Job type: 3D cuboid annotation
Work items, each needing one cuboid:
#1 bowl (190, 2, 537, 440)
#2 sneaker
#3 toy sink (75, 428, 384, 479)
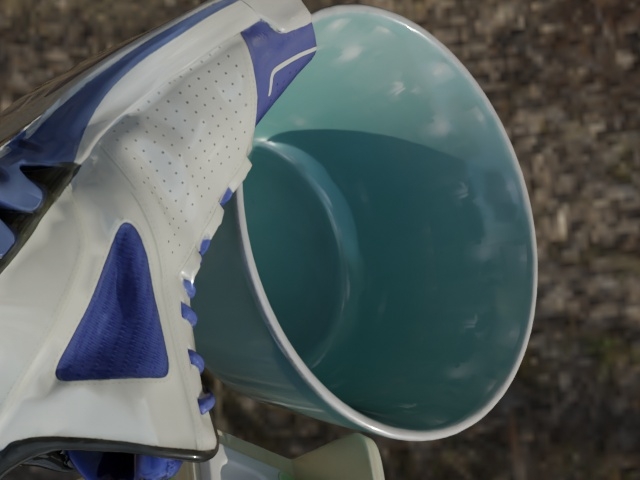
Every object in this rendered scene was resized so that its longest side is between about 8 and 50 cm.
[{"bbox_3d":[0.000,0.000,1.351,0.311,0.311,0.163,23,153,-39],"label":"bowl"},{"bbox_3d":[-0.104,0.020,0.907,0.127,0.315,0.182,-15,113,50],"label":"sneaker"},{"bbox_3d":[-0.081,0.222,1.270,0.234,0.152,0.131,-27,144,27],"label":"toy sink"}]
